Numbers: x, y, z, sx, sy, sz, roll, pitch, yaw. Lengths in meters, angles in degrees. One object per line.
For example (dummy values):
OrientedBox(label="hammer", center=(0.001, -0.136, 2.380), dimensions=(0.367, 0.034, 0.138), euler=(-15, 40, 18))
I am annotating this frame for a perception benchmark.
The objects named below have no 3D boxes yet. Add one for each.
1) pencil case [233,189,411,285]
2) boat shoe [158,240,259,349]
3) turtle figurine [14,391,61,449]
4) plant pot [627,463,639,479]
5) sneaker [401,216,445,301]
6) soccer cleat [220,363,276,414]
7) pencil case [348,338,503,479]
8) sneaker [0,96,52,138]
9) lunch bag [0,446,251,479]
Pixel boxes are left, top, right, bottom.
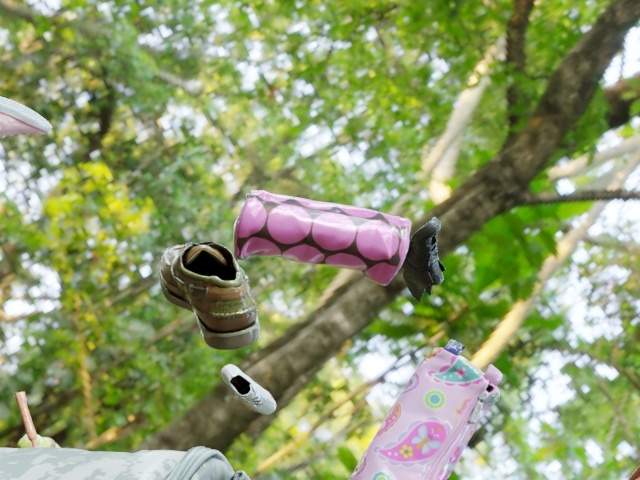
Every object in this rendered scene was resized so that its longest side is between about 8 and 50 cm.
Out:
OrientedBox(label="pencil case", center=(0.000, 0.000, 1.509), dimensions=(0.209, 0.095, 0.098), euler=(11, -57, -3))
OrientedBox(label="boat shoe", center=(-0.160, 0.049, 1.819), dimensions=(0.307, 0.111, 0.104), euler=(35, -45, 58))
OrientedBox(label="turtle figurine", center=(-0.293, 0.304, 1.459), dimensions=(0.269, 0.087, 0.217), euler=(53, -47, 0))
OrientedBox(label="plant pot", center=(0.194, 0.271, 0.694), dimensions=(0.272, 0.265, 0.272), euler=(21, -61, 44))
OrientedBox(label="sneaker", center=(0.172, 0.032, 2.020), dimensions=(0.089, 0.051, 0.170), euler=(48, -33, 5))
OrientedBox(label="soccer cleat", center=(-0.078, 0.168, 1.389), dimensions=(0.083, 0.029, 0.035), euler=(47, -2, -25))
OrientedBox(label="pencil case", center=(0.140, 0.284, 1.754), dimensions=(0.124, 0.284, 0.124), euler=(33, -17, 11))
OrientedBox(label="sneaker", center=(-0.441, -0.158, 1.731), dimensions=(0.051, 0.134, 0.070), euler=(43, -73, 48))
OrientedBox(label="lunch bag", center=(-0.211, 0.262, 0.876), dimensions=(0.305, 0.256, 0.212), euler=(-4, -45, 19))
